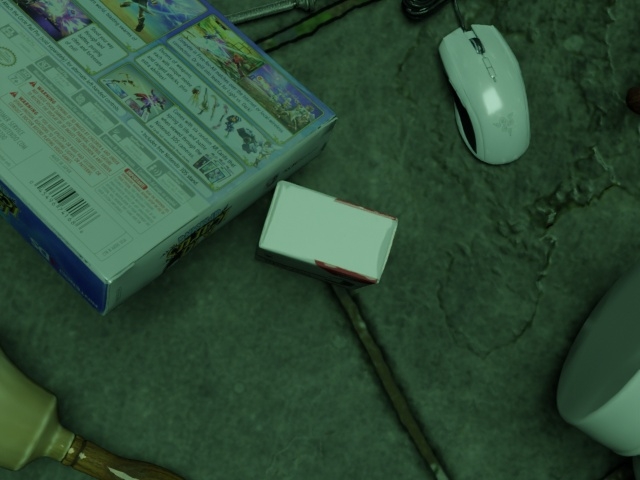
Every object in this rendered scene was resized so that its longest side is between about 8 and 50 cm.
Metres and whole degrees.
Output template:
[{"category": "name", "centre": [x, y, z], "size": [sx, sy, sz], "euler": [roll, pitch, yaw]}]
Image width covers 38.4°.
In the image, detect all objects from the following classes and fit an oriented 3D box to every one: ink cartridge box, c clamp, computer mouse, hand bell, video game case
[{"category": "ink cartridge box", "centre": [0.000, 0.000, 0.761], "size": [0.099, 0.135, 0.056], "euler": [18, 83, -3]}, {"category": "c clamp", "centre": [-0.069, -0.224, 0.846], "size": [0.161, 0.022, 0.137], "euler": [-22, 80, -8]}, {"category": "computer mouse", "centre": [0.149, -0.166, 0.849], "size": [0.106, 0.042, 0.193], "euler": [-18, 84, -10]}, {"category": "hand bell", "centre": [-0.192, 0.174, 0.742], "size": [0.242, 0.126, 0.126], "euler": [30, 79, -13]}, {"category": "video game case", "centre": [-0.166, -0.109, 0.730], "size": [0.269, 0.061, 0.244], "euler": [43, 58, 12]}]

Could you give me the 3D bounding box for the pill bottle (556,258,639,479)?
[{"category": "pill bottle", "centre": [0.408, 0.179, 0.734], "size": [0.408, 0.229, 0.229], "euler": [33, 80, -1]}]

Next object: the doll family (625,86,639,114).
[{"category": "doll family", "centre": [0.354, -0.097, 0.851], "size": [0.111, 0.076, 0.193], "euler": [-27, 81, -5]}]
